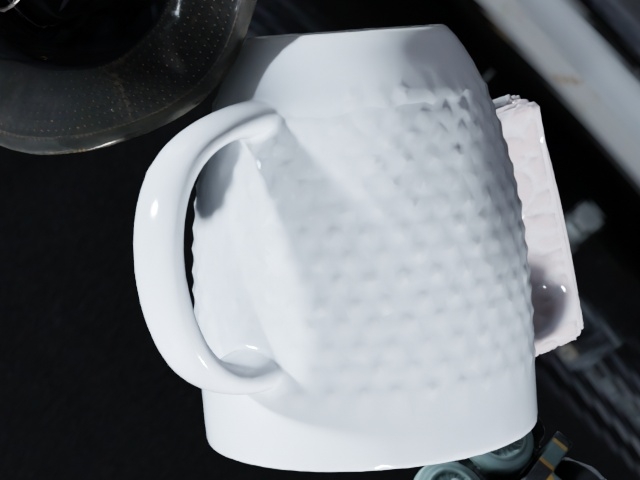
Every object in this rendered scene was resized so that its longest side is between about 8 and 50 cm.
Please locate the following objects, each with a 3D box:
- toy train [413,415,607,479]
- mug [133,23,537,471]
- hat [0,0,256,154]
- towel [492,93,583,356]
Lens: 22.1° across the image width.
[{"bbox_3d":[0.150,0.300,1.556,0.190,0.142,0.334,39,-130,7],"label":"toy train"},{"bbox_3d":[0.000,0.000,1.301,0.374,0.276,0.328,-12,-79,-48],"label":"mug"},{"bbox_3d":[-0.200,-0.210,1.317,0.331,0.134,0.331,-1,-100,7],"label":"hat"},{"bbox_3d":[0.090,0.033,1.660,0.332,0.317,0.053,-20,-145,-5],"label":"towel"}]
